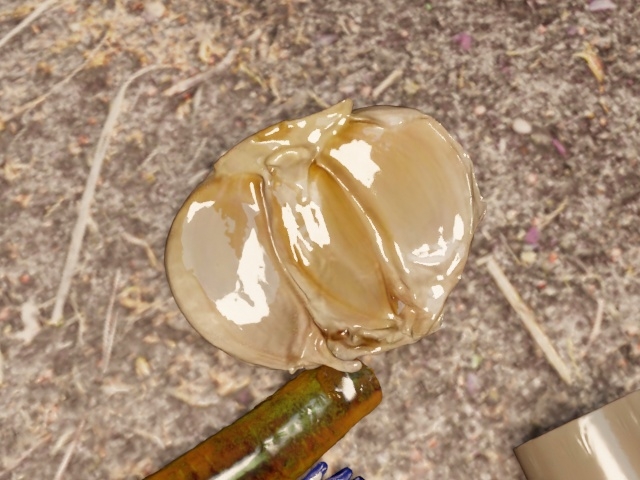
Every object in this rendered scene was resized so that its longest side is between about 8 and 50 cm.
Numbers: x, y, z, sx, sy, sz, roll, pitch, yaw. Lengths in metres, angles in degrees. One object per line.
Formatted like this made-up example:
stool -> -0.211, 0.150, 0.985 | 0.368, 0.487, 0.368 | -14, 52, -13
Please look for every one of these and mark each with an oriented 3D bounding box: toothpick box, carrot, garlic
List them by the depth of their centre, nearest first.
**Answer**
toothpick box -> 0.222, 0.207, 0.661 | 0.111, 0.111, 0.181 | -22, 73, -11
carrot -> -0.070, 0.166, 0.676 | 0.260, 0.070, 0.070 | -34, 77, -16
garlic -> 0.000, 0.000, 0.702 | 0.229, 0.143, 0.178 | -24, 94, -9

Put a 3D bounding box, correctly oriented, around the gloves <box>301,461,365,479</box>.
gloves -> -0.002, 0.200, 0.683 | 0.086, 0.026, 0.064 | -45, 114, -13
